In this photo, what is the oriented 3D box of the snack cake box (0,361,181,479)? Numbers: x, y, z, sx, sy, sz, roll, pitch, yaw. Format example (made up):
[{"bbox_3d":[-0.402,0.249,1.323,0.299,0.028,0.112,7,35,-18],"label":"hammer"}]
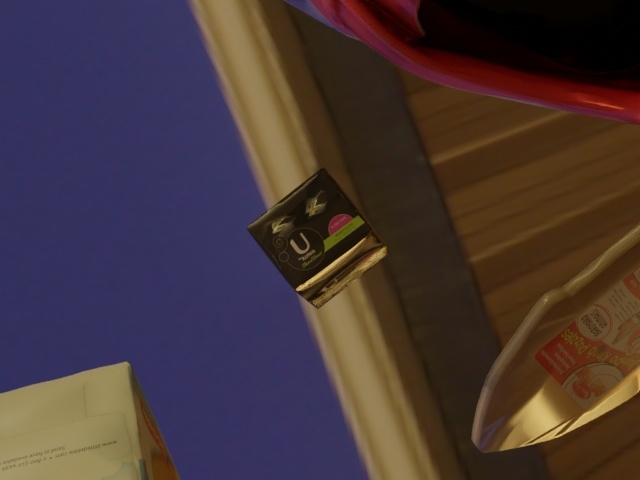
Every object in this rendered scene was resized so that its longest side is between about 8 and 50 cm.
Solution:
[{"bbox_3d":[-0.126,0.185,0.810,0.264,0.152,0.089,74,-178,-47],"label":"snack cake box"}]

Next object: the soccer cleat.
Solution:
[{"bbox_3d":[-0.007,-0.094,0.424,0.248,0.083,0.095,20,-157,-7],"label":"soccer cleat"}]

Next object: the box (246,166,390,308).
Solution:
[{"bbox_3d":[0.000,0.000,1.030,0.052,0.062,0.083,52,-179,15],"label":"box"}]

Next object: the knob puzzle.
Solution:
[{"bbox_3d":[0.169,0.064,1.078,0.213,0.213,0.030,1,-139,-45],"label":"knob puzzle"}]
